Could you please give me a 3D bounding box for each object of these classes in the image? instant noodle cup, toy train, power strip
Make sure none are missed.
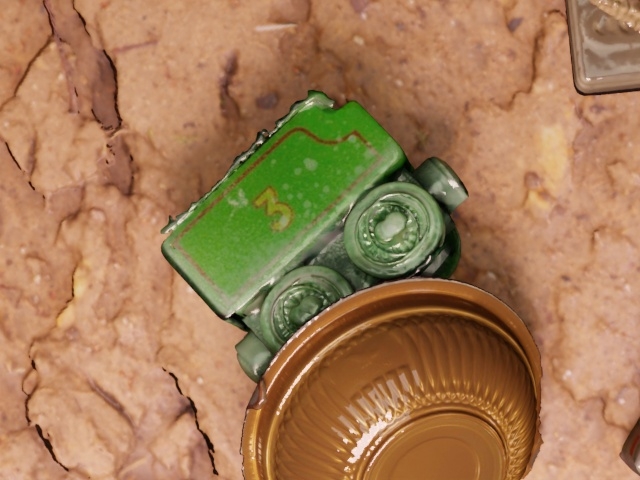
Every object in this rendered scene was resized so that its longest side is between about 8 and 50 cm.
[{"bbox_3d":[0.074,0.170,1.416,0.274,0.091,0.274,-8,117,-16],"label":"instant noodle cup"},{"bbox_3d":[0.000,0.000,1.485,0.243,0.132,0.188,-42,76,2],"label":"toy train"},{"bbox_3d":[0.256,-0.256,1.504,0.105,0.070,0.257,-6,85,4],"label":"power strip"}]

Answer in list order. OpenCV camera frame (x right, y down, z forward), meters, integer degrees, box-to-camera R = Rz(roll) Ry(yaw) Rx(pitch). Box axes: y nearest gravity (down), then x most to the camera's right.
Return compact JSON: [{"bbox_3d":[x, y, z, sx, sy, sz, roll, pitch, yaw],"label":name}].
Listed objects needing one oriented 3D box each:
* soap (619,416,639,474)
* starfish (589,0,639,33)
[{"bbox_3d":[0.348,0.137,1.417,0.138,0.182,0.199,33,90,8],"label":"soap"},{"bbox_3d":[0.375,-0.223,1.456,0.432,0.082,0.324,27,73,-17],"label":"starfish"}]
